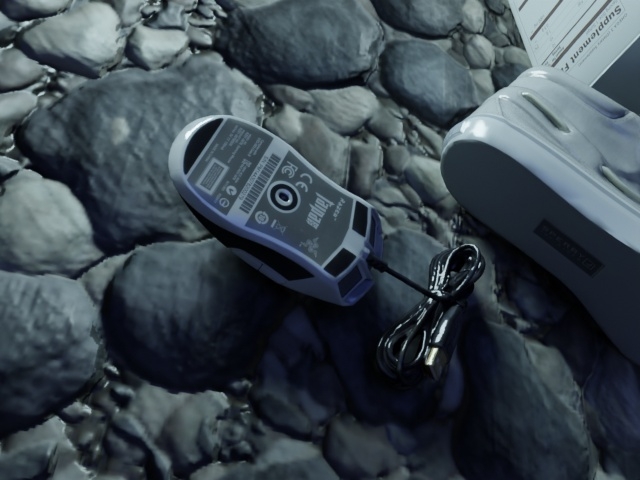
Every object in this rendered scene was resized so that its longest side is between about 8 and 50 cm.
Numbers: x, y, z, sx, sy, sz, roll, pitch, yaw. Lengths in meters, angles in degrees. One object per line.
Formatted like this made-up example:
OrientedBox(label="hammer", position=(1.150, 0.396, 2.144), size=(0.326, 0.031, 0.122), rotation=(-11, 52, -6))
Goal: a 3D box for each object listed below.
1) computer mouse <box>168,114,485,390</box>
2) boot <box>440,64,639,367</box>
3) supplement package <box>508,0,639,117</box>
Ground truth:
OrientedBox(label="computer mouse", position=(0.000, 0.000, 0.411), size=(0.193, 0.042, 0.106), rotation=(34, 58, -9))
OrientedBox(label="boot", position=(0.208, -0.014, 0.473), size=(0.258, 0.095, 0.123), rotation=(43, 60, 6))
OrientedBox(label="supplement package", position=(0.321, -0.191, 0.564), size=(0.261, 0.204, 0.145), rotation=(4, 59, -22))
